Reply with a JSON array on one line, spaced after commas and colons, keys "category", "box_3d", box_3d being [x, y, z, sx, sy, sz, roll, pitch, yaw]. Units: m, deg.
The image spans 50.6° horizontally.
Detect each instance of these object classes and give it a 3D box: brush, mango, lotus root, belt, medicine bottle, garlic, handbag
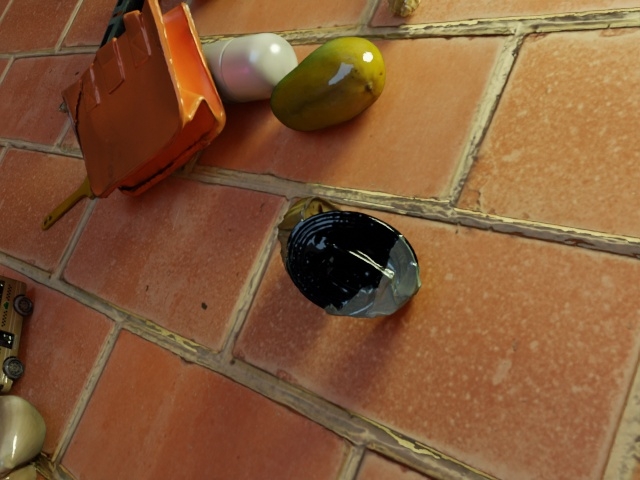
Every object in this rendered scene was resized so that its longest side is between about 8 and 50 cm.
[{"category": "brush", "box_3d": [-0.627, -0.107, 1.724, 0.272, 0.013, 0.103, -34, 49, 22]}, {"category": "mango", "box_3d": [0.003, -0.273, 1.207, 0.251, 0.114, 0.156, -14, 66, 34]}, {"category": "lotus root", "box_3d": [-0.004, 0.000, 1.092, 0.135, 0.095, 0.159, 12, 115, 53]}, {"category": "belt", "box_3d": [0.049, 0.036, 0.974, 0.198, 0.078, 0.151, 18, 95, 11]}, {"category": "medicine bottle", "box_3d": [-0.191, -0.347, 1.400, 0.341, 0.130, 0.130, 4, 70, 42]}, {"category": "garlic", "box_3d": [-0.659, 0.453, 1.365, 0.325, 0.132, 0.279, -8, 63, 40]}, {"category": "handbag", "box_3d": [-0.384, -0.282, 1.429, 0.410, 0.116, 0.303, -25, 79, 42]}]

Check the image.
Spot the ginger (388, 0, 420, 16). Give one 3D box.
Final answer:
[{"category": "ginger", "box_3d": [0.163, -0.538, 1.245, 0.089, 0.075, 0.288, -19, 58, 60]}]

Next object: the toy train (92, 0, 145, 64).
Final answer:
[{"category": "toy train", "box_3d": [-0.526, -0.584, 1.844, 0.089, 0.086, 0.409, 1, 68, 41]}]

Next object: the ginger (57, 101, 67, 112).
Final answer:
[{"category": "ginger", "box_3d": [-0.693, -0.407, 1.923, 0.137, 0.044, 0.057, -24, 72, 31]}]

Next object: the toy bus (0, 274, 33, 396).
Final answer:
[{"category": "toy bus", "box_3d": [-0.786, 0.224, 1.577, 0.139, 0.157, 0.289, -25, 53, 29]}]
